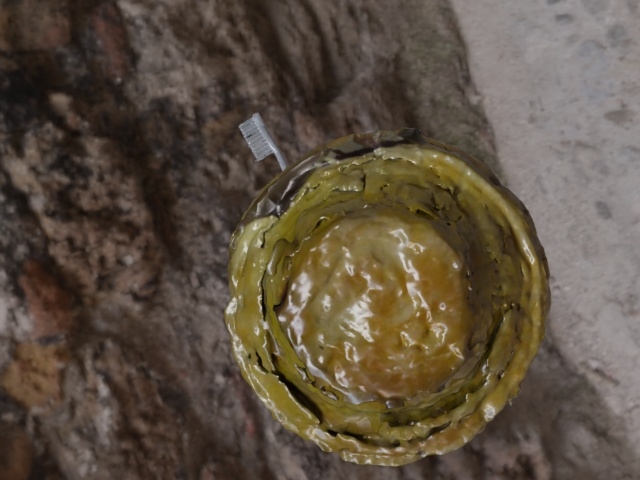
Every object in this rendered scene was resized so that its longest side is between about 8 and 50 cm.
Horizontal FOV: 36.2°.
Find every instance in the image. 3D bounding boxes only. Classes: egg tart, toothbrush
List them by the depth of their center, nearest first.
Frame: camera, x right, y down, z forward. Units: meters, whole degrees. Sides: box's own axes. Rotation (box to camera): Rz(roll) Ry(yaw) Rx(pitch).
[{"bbox_3d":[0.042,0.040,0.679,0.241,0.106,0.241,0,90,8],"label":"egg tart"},{"bbox_3d":[0.000,0.000,0.768,0.257,0.024,0.018,58,-179,23],"label":"toothbrush"}]
